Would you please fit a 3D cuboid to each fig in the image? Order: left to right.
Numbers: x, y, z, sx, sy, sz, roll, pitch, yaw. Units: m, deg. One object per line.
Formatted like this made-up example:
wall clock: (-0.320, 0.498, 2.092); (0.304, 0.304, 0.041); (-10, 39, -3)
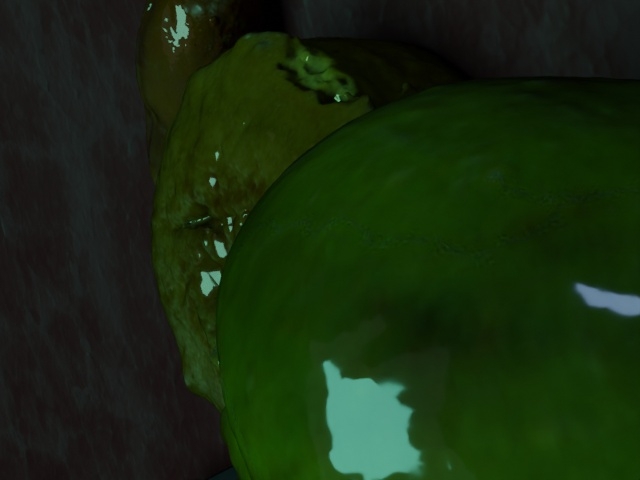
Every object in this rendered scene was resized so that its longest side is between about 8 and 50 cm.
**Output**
fig: (0.119, 0.047, 0.618); (0.326, 0.258, 0.258); (-14, 96, 12)

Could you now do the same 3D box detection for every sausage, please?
sausage: (-0.076, -0.107, 0.998); (0.089, 0.089, 0.179); (43, 140, 34)

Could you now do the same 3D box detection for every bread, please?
bread: (0.000, 0.000, 0.885); (0.268, 0.146, 0.268); (23, 119, 48)

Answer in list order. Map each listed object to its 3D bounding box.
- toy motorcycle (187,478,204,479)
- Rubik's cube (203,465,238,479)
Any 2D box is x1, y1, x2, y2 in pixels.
toy motorcycle: (-0.096, 0.284, 1.197); (0.171, 0.110, 0.260); (-133, 31, -56)
Rubik's cube: (0.024, 0.297, 0.854); (0.307, 0.310, 0.305); (0, 109, 54)
